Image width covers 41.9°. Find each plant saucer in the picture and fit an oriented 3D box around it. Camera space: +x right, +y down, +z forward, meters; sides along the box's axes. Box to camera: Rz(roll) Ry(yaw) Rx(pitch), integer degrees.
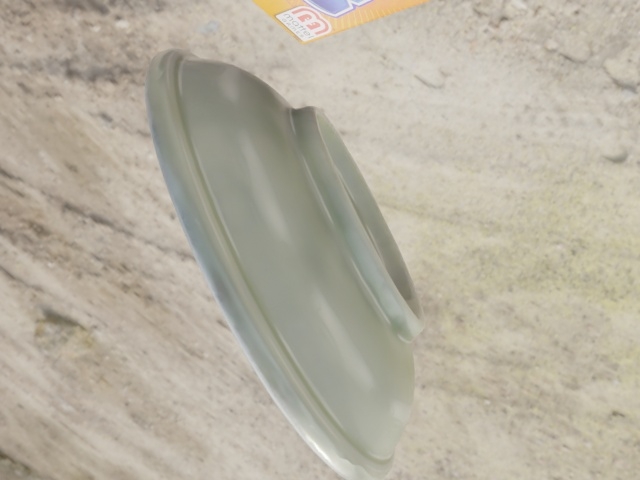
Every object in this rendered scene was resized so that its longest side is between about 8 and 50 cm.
[{"bbox_3d":[0.000,0.000,0.714,0.100,0.400,0.400,-27,123,10],"label":"plant saucer"}]

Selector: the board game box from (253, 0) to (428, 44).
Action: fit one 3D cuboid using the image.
[{"bbox_3d":[0.033,-0.491,0.884,0.356,0.356,0.356,-5,149,46],"label":"board game box"}]
